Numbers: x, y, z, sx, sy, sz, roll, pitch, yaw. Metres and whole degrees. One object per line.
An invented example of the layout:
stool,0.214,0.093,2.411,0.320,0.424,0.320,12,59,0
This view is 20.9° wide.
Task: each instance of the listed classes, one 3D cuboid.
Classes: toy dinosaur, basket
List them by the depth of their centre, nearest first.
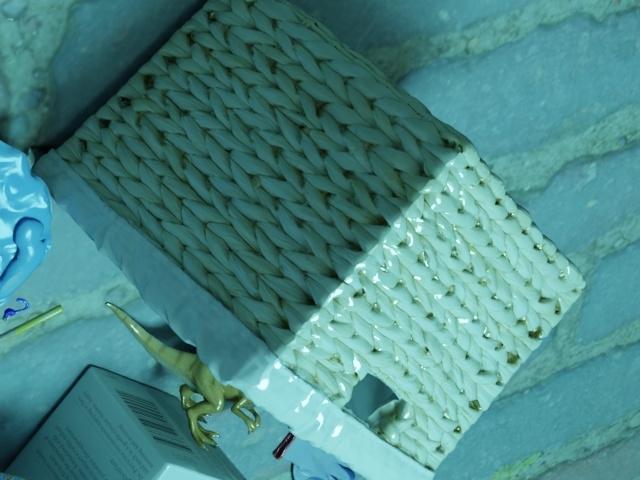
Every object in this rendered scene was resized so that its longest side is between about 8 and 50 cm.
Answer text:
basket,0.000,0.000,1.484,0.266,0.331,0.328,-47,144,0
toy dinosaur,-0.112,0.131,1.667,0.064,0.211,0.112,-61,173,-59

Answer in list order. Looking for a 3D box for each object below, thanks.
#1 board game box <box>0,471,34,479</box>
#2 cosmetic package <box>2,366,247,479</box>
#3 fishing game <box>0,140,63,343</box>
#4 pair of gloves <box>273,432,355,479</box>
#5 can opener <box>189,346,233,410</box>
board game box,-0.283,0.293,1.575,0.039,0.211,0.160,-37,138,-74
cosmetic package,-0.196,0.251,1.684,0.184,0.151,0.151,-50,144,8
fishing game,-0.307,-0.013,1.401,0.189,0.041,0.264,-31,129,-6
pair of gloves,0.032,0.216,1.977,0.198,0.023,0.159,-50,143,6
can opener,0.005,0.082,1.709,0.283,0.095,0.076,-22,112,21
